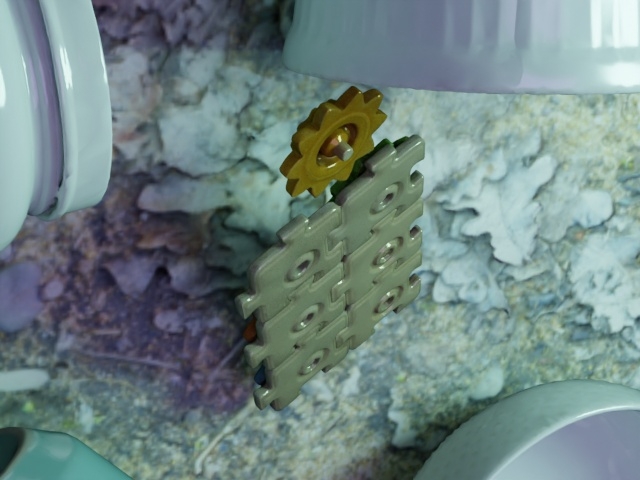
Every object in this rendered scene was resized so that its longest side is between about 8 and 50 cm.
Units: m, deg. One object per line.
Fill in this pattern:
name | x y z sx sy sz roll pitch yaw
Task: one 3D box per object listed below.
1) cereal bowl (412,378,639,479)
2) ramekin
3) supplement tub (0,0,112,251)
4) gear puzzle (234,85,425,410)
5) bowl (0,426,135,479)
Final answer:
cereal bowl | 0.189 0.266 1.360 0.339 0.141 0.339 -11 115 -24
ramekin | 0.114 -0.180 1.061 0.277 0.277 0.135 -4 103 -27
supplement tub | -0.299 -0.079 0.899 0.316 0.228 0.228 -14 116 -23
gear puzzle | 0.000 0.000 1.117 0.175 0.044 0.339 -39 156 -17
bowl | -0.230 0.242 1.056 0.311 0.311 0.163 -34 105 -12
